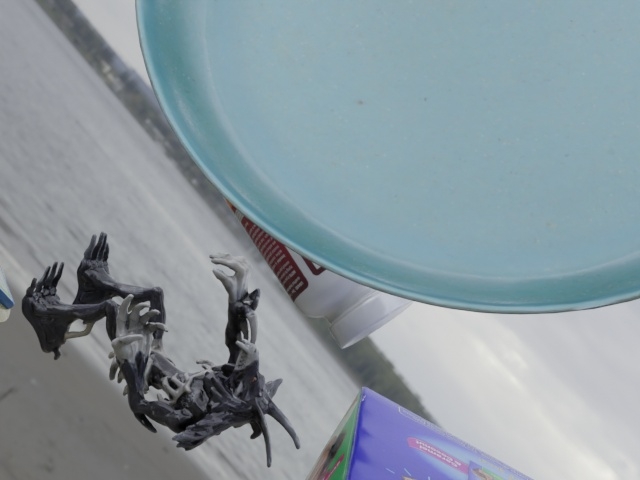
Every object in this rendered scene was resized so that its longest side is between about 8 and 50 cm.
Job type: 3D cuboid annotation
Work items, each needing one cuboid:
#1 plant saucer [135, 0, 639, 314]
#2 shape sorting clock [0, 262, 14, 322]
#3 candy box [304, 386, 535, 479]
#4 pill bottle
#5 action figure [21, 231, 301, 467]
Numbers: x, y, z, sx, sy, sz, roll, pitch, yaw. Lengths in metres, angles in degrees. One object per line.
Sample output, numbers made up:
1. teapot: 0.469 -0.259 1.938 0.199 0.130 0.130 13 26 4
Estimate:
1. plant saucer: 0.079 -0.109 0.517 0.317 0.318 0.043 49 -14 20
2. shape sorting clock: -0.341 -0.015 1.057 0.206 0.040 0.206 156 -90 -85
3. candy box: 0.104 0.233 0.667 0.268 0.122 0.317 29 8 1
4. pill bottle: 0.000 0.000 0.850 0.152 0.086 0.086 56 -2 10
5. action figure: -0.131 0.088 1.024 0.276 0.140 0.164 26 29 23
